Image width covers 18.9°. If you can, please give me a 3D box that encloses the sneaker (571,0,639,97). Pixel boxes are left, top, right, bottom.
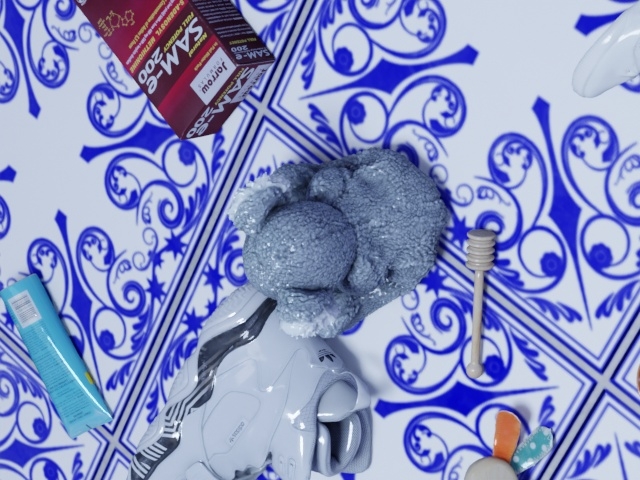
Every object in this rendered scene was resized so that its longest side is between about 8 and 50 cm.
[{"bbox_3d":[0.327,-0.187,1.798,0.094,0.080,0.212,49,124,4],"label":"sneaker"}]

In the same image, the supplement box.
[{"bbox_3d":[-0.172,-0.245,2.164,0.239,0.073,0.130,52,125,16],"label":"supplement box"}]

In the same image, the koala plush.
[{"bbox_3d":[0.000,0.000,1.991,0.203,0.221,0.196,-23,86,38],"label":"koala plush"}]

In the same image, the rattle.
[{"bbox_3d":[0.182,0.281,2.038,0.130,0.143,0.200,0,85,5],"label":"rattle"}]

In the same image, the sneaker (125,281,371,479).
[{"bbox_3d":[-0.078,0.240,2.157,0.210,0.137,0.366,40,118,27],"label":"sneaker"}]

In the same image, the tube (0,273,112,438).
[{"bbox_3d":[-0.331,0.144,2.392,0.080,0.052,0.207,-28,88,43],"label":"tube"}]

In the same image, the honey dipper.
[{"bbox_3d":[0.163,0.068,2.006,0.030,0.030,0.161,15,112,34],"label":"honey dipper"}]

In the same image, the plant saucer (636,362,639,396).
[{"bbox_3d":[0.350,0.141,1.887,0.083,0.013,0.083,9,104,36],"label":"plant saucer"}]
